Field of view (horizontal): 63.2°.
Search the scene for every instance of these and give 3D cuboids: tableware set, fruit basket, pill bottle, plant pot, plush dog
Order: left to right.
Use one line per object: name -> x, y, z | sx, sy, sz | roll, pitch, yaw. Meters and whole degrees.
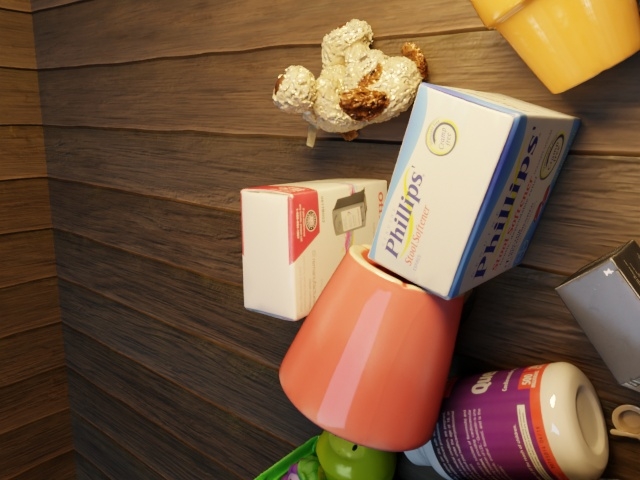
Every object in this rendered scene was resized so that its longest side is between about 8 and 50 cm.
fruit basket -> 0.050, 0.531, 1.110 | 0.392, 0.283, 0.391 | 24, 124, 40
plush dog -> 0.078, -0.273, 0.960 | 0.225, 0.262, 0.210 | 10, 139, 48
plant pot -> 0.098, 0.153, 0.844 | 0.275, 0.275, 0.243 | 29, 106, 32
pill bottle -> 0.300, 0.320, 0.900 | 0.323, 0.182, 0.181 | -22, 85, 40
plant pot -> 0.347, -0.321, 0.732 | 0.205, 0.205, 0.188 | -25, 99, 40
tableware set -> 0.530, 0.254, 0.801 | 0.141, 0.020, 0.168 | 5, 103, 39

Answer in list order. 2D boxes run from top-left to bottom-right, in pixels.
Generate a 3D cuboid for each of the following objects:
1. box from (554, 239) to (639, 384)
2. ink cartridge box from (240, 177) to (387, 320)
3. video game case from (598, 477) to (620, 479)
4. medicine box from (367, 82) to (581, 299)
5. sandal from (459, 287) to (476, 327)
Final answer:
box -> 0.442, 0.097, 0.750 | 0.093, 0.158, 0.156 | -40, 73, 38
ink cartridge box -> 0.000, 0.000, 0.999 | 0.131, 0.306, 0.226 | 7, 105, 39
video game case -> 0.440, 0.521, 0.930 | 0.227, 0.026, 0.206 | -17, 89, 41
medicine box -> 0.238, -0.082, 0.794 | 0.149, 0.289, 0.263 | 29, 117, 32
sandal -> 0.181, 0.175, 1.017 | 0.302, 0.120, 0.086 | -54, 52, 34
